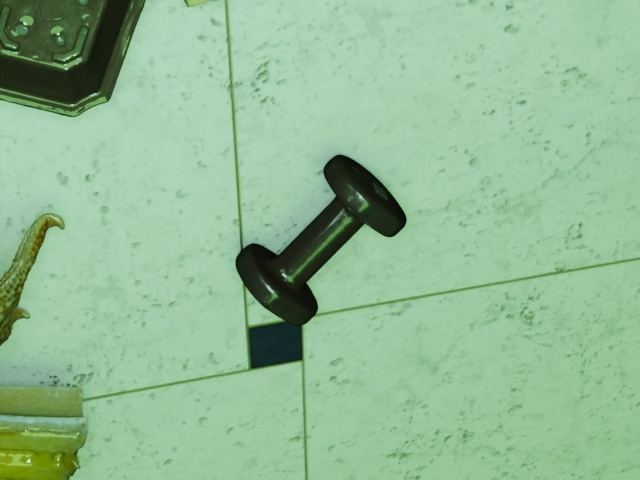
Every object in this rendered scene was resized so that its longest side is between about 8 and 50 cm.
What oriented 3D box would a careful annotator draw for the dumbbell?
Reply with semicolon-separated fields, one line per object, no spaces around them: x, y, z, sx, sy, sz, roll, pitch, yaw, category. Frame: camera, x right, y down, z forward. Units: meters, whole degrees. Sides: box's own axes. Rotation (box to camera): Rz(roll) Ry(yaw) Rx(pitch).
0.000;0.000;1.652;0.140;0.124;0.225;33;109;-34;dumbbell

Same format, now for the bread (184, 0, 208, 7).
-0.127;-0.377;1.383;0.125;0.068;0.188;-20;127;-3;bread

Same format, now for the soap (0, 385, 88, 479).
-0.488;0.302;1.685;0.281;0.143;0.259;8;133;-21;soap

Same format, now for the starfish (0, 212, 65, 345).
-0.446;0.104;1.490;0.327;0.094;0.375;-32;161;-41;starfish

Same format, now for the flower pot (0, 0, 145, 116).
-0.303;-0.278;1.387;0.178;0.084;0.251;12;120;-25;flower pot
